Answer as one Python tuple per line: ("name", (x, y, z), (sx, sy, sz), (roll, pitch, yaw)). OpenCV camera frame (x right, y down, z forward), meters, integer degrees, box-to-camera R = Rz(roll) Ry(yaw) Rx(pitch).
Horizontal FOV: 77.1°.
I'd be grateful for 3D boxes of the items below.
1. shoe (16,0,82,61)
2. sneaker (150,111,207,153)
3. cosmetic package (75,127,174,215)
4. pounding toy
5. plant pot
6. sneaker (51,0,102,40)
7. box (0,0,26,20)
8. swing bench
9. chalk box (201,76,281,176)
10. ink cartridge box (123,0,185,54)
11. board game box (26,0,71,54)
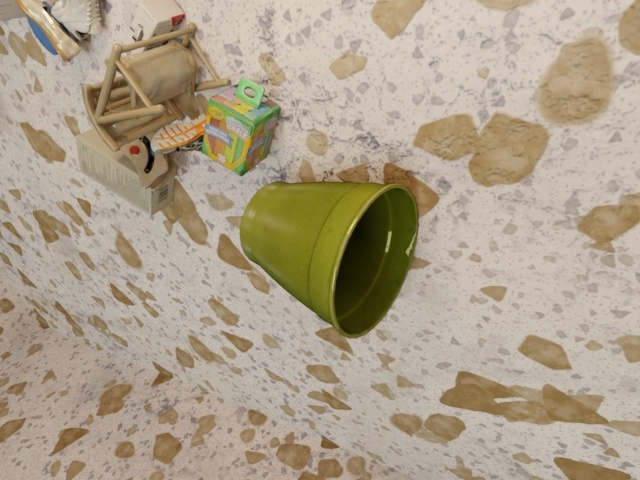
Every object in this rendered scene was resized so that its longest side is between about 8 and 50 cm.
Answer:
("shoe", (-0.761, -0.613, 1.121), (0.058, 0.076, 0.219), (-33, 110, 1))
("sneaker", (-0.344, -0.272, 1.077), (0.084, 0.215, 0.083), (51, 153, 26))
("cosmetic package", (-0.657, -0.236, 1.361), (0.310, 0.113, 0.160), (33, 135, 7))
("pounding toy", (-0.548, -0.283, 1.179), (0.154, 0.155, 0.269), (-20, 90, 2))
("plant pot", (0.000, 0.000, 1.005), (0.353, 0.366, 0.366), (21, 134, 33))
("sneaker", (-0.616, -0.614, 1.064), (0.232, 0.090, 0.115), (-8, 127, 46))
("box", (-0.964, -0.717, 1.120), (0.182, 0.181, 0.119), (38, 136, 1))
("swing bench", (-0.416, -0.376, 0.998), (0.255, 0.253, 0.165), (-16, 114, 39))
("chalk box", (-0.196, -0.296, 1.009), (0.133, 0.132, 0.213), (32, 135, 6))
("ink cartridge box", (-0.409, -0.520, 0.987), (0.135, 0.099, 0.056), (-28, 108, 44))
("board game box", (-0.789, -0.627, 1.188), (0.169, 0.033, 0.133), (6, 132, 30))
